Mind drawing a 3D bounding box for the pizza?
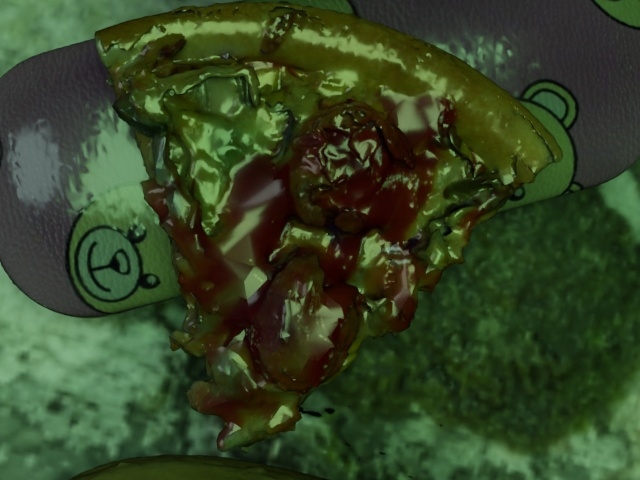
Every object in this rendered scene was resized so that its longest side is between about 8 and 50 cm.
[{"bbox_3d":[0.000,0.000,0.709,0.201,0.053,0.193,5,95,-10],"label":"pizza"}]

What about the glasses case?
[{"bbox_3d":[0.001,-0.054,0.772,0.316,0.076,0.123,-15,90,-8],"label":"glasses case"}]

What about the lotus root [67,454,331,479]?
[{"bbox_3d":[0.002,0.166,0.699,0.303,0.146,0.131,22,111,-1],"label":"lotus root"}]
